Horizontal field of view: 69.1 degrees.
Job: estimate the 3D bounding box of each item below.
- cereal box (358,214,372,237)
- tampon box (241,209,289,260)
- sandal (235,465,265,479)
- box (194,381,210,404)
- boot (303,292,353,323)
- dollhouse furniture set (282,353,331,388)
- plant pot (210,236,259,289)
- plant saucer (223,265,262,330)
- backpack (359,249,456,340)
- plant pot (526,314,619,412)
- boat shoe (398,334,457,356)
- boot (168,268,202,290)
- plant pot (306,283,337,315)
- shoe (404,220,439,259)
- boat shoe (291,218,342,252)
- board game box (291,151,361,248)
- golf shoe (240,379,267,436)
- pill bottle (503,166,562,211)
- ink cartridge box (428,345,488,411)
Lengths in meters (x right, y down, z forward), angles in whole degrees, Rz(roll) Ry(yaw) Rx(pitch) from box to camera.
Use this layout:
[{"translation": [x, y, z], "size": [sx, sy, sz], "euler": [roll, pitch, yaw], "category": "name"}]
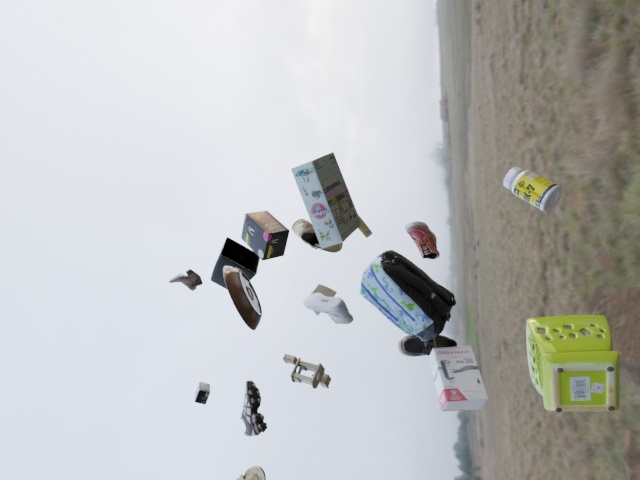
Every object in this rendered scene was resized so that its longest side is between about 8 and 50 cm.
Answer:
[{"translation": [0.174, -0.129, 2.424], "size": [0.173, 0.047, 0.240], "euler": [47, -173, -28], "category": "cereal box"}, {"translation": [-0.212, -0.022, 1.764], "size": [0.102, 0.161, 0.120], "euler": [-13, -50, -39], "category": "tampon box"}, {"translation": [-0.297, 0.939, 1.761], "size": [0.079, 0.240, 0.088], "euler": [-19, -112, -52], "category": "sandal"}, {"translation": [-0.526, 0.679, 2.069], "size": [0.062, 0.052, 0.083], "euler": [-69, 17, 5], "category": "box"}, {"translation": [0.032, 0.306, 2.020], "size": [0.095, 0.258, 0.123], "euler": [-44, -66, -25], "category": "boot"}, {"translation": [-0.071, 0.592, 2.016], "size": [0.101, 0.182, 0.161], "euler": [-63, -35, -32], "category": "dollhouse furniture set"}, {"translation": [-0.414, 0.128, 2.182], "size": [0.167, 0.188, 0.187], "euler": [-52, 16, 20], "category": "plant pot"}, {"translation": [-0.210, 0.153, 1.297], "size": [0.198, 0.036, 0.198], "euler": [63, -179, -1], "category": "plant saucer"}, {"translation": [0.335, 0.206, 1.885], "size": [0.355, 0.273, 0.290], "euler": [50, -142, -8], "category": "backpack"}, {"translation": [0.746, 0.372, 1.370], "size": [0.207, 0.227, 0.228], "euler": [-58, -41, -63], "category": "plant pot"}, {"translation": [0.473, 0.454, 2.036], "size": [0.092, 0.285, 0.102], "euler": [-34, 55, 57], "category": "boat shoe"}, {"translation": [-0.547, 0.171, 1.902], "size": [0.087, 0.119, 0.042], "euler": [61, -173, -24], "category": "boot"}, {"translation": [-0.003, 0.277, 2.244], "size": [0.109, 0.096, 0.109], "euler": [-51, -2, 37], "category": "plant pot"}, {"translation": [0.329, 0.003, 1.477], "size": [0.178, 0.064, 0.081], "euler": [28, -135, -50], "category": "shoe"}, {"translation": [0.000, 0.000, 2.104], "size": [0.302, 0.109, 0.098], "euler": [28, -161, -42], "category": "boat shoe"}, {"translation": [0.028, -0.152, 1.694], "size": [0.224, 0.098, 0.303], "euler": [-38, -72, -61], "category": "board game box"}, {"translation": [-0.361, 0.847, 2.346], "size": [0.105, 0.120, 0.272], "euler": [33, -146, -52], "category": "golf shoe"}, {"translation": [0.881, -0.220, 1.938], "size": [0.208, 0.119, 0.119], "euler": [44, 163, 40], "category": "pill bottle"}, {"translation": [0.510, 0.511, 1.735], "size": [0.092, 0.159, 0.217], "euler": [92, 175, -46], "category": "ink cartridge box"}]
